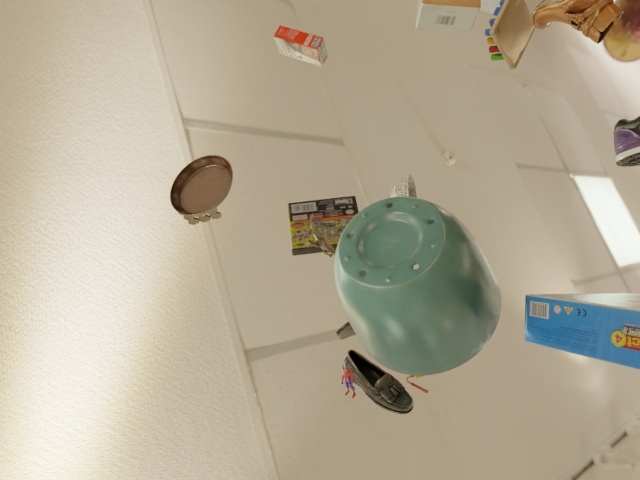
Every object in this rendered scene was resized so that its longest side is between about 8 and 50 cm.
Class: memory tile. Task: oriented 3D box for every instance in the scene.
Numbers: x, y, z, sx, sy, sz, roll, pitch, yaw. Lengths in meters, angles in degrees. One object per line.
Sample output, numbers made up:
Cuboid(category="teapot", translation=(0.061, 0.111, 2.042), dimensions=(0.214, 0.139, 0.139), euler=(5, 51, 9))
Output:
Cuboid(category="memory tile", translation=(-0.380, -0.093, 1.543), dimensions=(0.148, 0.113, 0.012), euler=(69, -173, -66))

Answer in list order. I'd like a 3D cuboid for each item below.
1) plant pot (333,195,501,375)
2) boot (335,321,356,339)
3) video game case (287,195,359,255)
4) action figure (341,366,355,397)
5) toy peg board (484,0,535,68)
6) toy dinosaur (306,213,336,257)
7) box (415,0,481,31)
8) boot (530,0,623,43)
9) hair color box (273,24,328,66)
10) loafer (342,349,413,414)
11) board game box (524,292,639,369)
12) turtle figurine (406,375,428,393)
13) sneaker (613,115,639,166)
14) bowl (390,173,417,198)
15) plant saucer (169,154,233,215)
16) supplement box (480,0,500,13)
Cuboid(category="plant pot", translation=(0.156, 0.062, 0.894), dimensions=(0.235, 0.293, 0.293), euler=(54, -146, -48))
Cuboid(category="boot", translation=(0.190, 0.333, 1.741), dimensions=(0.247, 0.083, 0.161), euler=(-25, -110, -3))
Cuboid(category="video game case", translation=(0.017, -0.061, 1.911), dimensions=(0.275, 0.035, 0.248), euler=(-7, -130, -2))
Cuboid(category="action figure", translation=(0.079, 0.406, 1.428), dimensions=(0.030, 0.038, 0.115), euler=(-38, -49, -40))
Cuboid(category="toy peg board", translation=(0.539, -0.618, 1.461), dimensions=(0.161, 0.079, 0.161), euler=(34, -101, -40))
Cuboid(category="toy dinosaur", translation=(0.000, 0.000, 1.323), dimensions=(0.183, 0.053, 0.093), euler=(48, -165, 26))
Cuboid(category="box", translation=(0.291, -0.577, 1.128), dimensions=(0.130, 0.091, 0.170), euler=(5, -100, 3))
Cuboid(category="boot", translation=(0.528, -0.464, 1.038), dimensions=(0.152, 0.073, 0.197), euler=(48, -177, 11))
Cuboid(category="hair color box", translation=(-0.065, -0.650, 1.664), dimensions=(0.167, 0.093, 0.053), euler=(22, -103, 18))
Cuboid(category="loafer", translation=(0.175, 0.441, 1.561), dimensions=(0.268, 0.084, 0.096), euler=(28, -137, 33))
Cuboid(category="board game box", translation=(0.559, 0.145, 0.804), dimensions=(0.302, 0.308, 0.086), euler=(3, -90, -26))
Cuboid(category="turtle figurine", translation=(0.297, 0.346, 1.622), dimensions=(0.087, 0.217, 0.269), euler=(-17, -126, -38))
Cuboid(category="sneaker", translation=(0.775, -0.263, 1.079), dimensions=(0.107, 0.283, 0.124), euler=(5, -104, -31))
Cuboid(category="bowl", translation=(0.313, -0.165, 1.891), dimensions=(0.170, 0.080, 0.170), euler=(-5, -90, -69))
Cuboid(category="plant saucer", translation=(-0.275, -0.126, 1.171), dimensions=(0.029, 0.169, 0.168), euler=(51, -148, -55))
Cuboid(category="supplement box", translation=(0.586, -0.925, 1.821), dimensions=(0.220, 0.111, 0.114), euler=(28, 180, 24))
